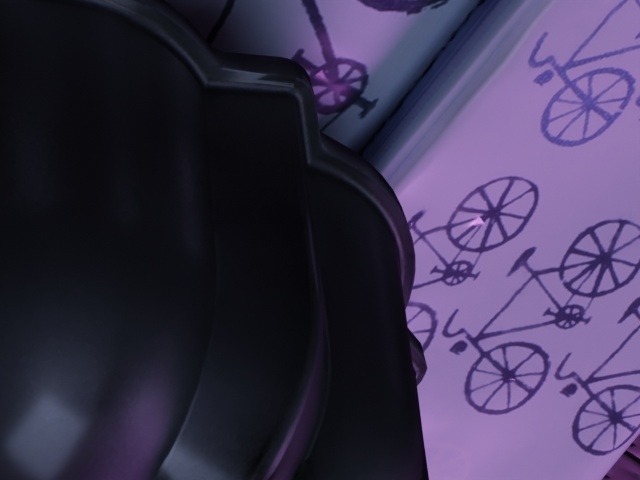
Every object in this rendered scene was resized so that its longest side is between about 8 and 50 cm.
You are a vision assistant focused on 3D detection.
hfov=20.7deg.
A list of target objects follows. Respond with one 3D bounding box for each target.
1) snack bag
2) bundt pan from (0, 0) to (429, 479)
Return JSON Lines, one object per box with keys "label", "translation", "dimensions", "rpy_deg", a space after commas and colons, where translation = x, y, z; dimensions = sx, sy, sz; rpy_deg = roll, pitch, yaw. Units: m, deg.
{"label": "snack bag", "translation": [0.000, 0.000, 0.551], "dimensions": [0.343, 0.037, 0.323], "rpy_deg": [20, 117, -35]}
{"label": "bundt pan", "translation": [-0.117, 0.089, 0.470], "dimensions": [0.331, 0.124, 0.330], "rpy_deg": [-8, 134, -8]}
